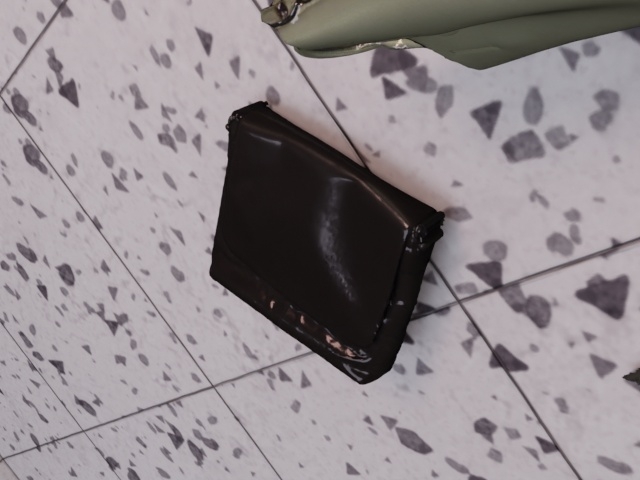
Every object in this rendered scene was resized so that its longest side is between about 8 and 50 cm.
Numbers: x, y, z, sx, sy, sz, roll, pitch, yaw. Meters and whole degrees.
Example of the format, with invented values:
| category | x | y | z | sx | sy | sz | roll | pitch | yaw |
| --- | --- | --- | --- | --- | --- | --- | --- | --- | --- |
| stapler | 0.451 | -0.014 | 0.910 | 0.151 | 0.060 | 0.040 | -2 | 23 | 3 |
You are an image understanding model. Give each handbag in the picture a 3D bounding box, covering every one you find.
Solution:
| category | x | y | z | sx | sy | sz | roll | pitch | yaw |
| --- | --- | --- | --- | --- | --- | --- | --- | --- | --- |
| handbag | 0.000 | 0.000 | 0.873 | 0.247 | 0.080 | 0.223 | 33 | 130 | 22 |
| handbag | 0.105 | -0.149 | 0.545 | 0.315 | 0.241 | 0.109 | -19 | 80 | 43 |

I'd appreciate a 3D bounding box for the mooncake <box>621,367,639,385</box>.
| category | x | y | z | sx | sy | sz | roll | pitch | yaw |
| --- | --- | --- | --- | --- | --- | --- | --- | --- | --- |
| mooncake | 0.268 | 0.006 | 0.643 | 0.150 | 0.057 | 0.346 | 40 | 144 | 31 |
